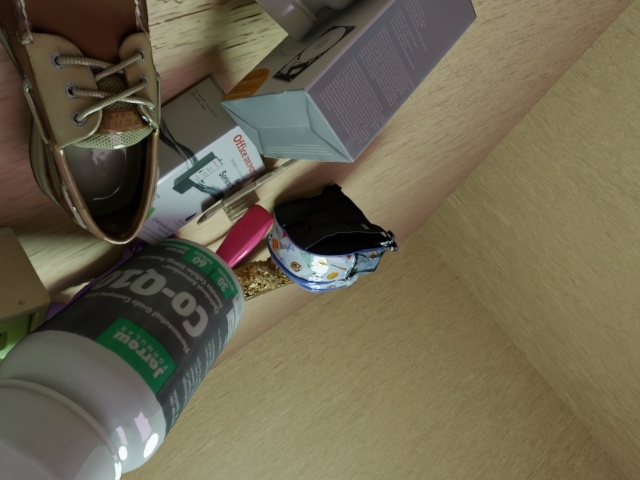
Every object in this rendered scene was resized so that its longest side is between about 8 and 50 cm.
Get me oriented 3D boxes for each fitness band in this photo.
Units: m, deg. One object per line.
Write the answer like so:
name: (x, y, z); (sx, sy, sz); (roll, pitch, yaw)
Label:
fitness band: (-0.183, 0.026, 0.855); (0.209, 0.054, 0.291); (-50, -176, -18)

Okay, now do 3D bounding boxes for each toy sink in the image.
toy sink: (-0.454, 0.115, 0.536); (0.153, 0.131, 0.234); (-22, 160, -49)

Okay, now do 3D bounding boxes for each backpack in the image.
backpack: (0.000, 0.000, 1.077); (0.264, 0.276, 0.213); (-4, 128, -40)

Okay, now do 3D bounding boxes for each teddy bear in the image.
teddy bear: (-0.197, 0.102, 1.169); (0.338, 0.113, 0.245); (-22, 173, 3)

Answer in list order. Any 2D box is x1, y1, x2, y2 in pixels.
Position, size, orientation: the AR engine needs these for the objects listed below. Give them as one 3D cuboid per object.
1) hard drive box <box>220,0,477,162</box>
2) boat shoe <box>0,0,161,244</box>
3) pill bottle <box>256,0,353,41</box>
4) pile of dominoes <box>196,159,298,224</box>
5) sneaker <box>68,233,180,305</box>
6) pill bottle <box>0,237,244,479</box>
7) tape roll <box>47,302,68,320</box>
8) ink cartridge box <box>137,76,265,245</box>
hard drive box: (0.027, -0.200, 0.480); (0.232, 0.089, 0.181); (-51, -145, -17)
boat shoe: (-0.185, -0.127, 0.365); (0.123, 0.120, 0.323); (-27, 151, -35)
pill bottle: (0.013, -0.294, 0.408); (0.187, 0.112, 0.112); (-42, 166, 19)
pile of dominoes: (-0.120, -0.075, 0.757); (0.196, 0.040, 0.251); (-35, -170, -16)
sneaker: (-0.334, 0.057, 0.761); (0.236, 0.095, 0.104); (-37, 163, -30)
pill bottle: (-0.258, 0.159, 0.559); (0.204, 0.204, 0.361); (-45, -171, 28)
tape roll: (-0.497, 0.249, 0.745); (0.274, 0.090, 0.275); (-61, 175, -9)
ink cartridge box: (-0.191, -0.100, 0.587); (0.208, 0.086, 0.153); (-37, 167, -6)
